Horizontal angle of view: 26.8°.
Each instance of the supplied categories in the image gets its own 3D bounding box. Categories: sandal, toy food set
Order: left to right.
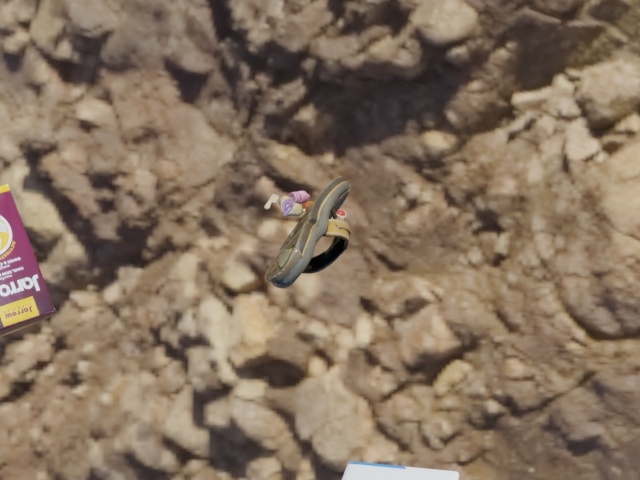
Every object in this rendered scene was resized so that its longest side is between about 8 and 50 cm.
[{"bbox_3d":[-0.015,-0.048,1.920,0.122,0.078,0.019,15,114,5],"label":"toy food set"},{"bbox_3d":[0.000,0.000,1.430,0.060,0.219,0.090,36,111,-4],"label":"sandal"}]

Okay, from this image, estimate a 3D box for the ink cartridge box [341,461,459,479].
[{"bbox_3d":[0.104,0.391,1.721,0.148,0.086,0.203,3,124,13],"label":"ink cartridge box"}]

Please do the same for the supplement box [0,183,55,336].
[{"bbox_3d":[-0.443,0.032,1.808,0.081,0.104,0.188,-31,80,59],"label":"supplement box"}]
